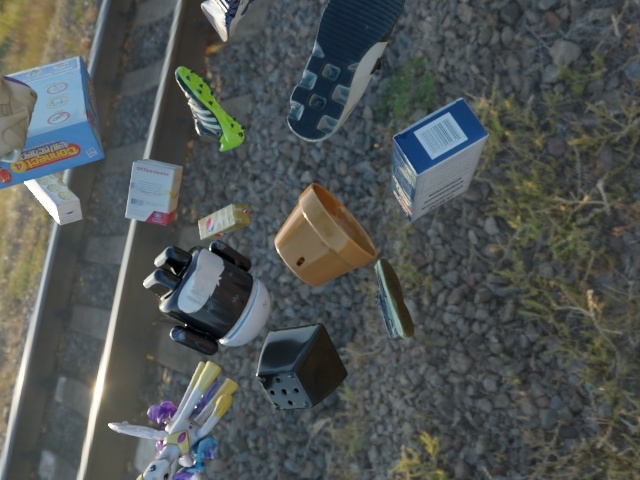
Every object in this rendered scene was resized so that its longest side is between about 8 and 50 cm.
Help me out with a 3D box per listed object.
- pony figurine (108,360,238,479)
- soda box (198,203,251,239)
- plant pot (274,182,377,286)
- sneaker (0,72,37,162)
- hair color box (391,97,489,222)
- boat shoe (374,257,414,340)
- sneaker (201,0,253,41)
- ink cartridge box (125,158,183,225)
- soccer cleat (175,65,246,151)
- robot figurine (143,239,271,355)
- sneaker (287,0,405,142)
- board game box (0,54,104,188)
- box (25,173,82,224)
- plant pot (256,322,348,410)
[{"bbox_3d":[-0.365,0.490,1.680,0.363,0.303,0.351,-56,8,-18],"label":"pony figurine"},{"bbox_3d":[-0.277,-0.052,1.895,0.181,0.058,0.061,-20,76,46],"label":"soda box"},{"bbox_3d":[0.000,0.000,1.968,0.203,0.291,0.291,-40,44,13],"label":"plant pot"},{"bbox_3d":[-0.502,-0.178,0.951,0.305,0.114,0.152,-18,-64,-86],"label":"sneaker"},{"bbox_3d":[0.257,-0.169,1.486,0.174,0.347,0.105,-29,74,-3],"label":"hair color box"},{"bbox_3d":[0.122,0.108,1.191,0.049,0.056,0.152,-28,67,31],"label":"boat shoe"},{"bbox_3d":[-0.212,-0.667,1.780,0.127,0.182,0.315,56,166,-3],"label":"sneaker"},{"bbox_3d":[-0.507,-0.152,2.017,0.127,0.128,0.176,-82,5,-78],"label":"ink cartridge box"},{"bbox_3d":[-0.214,-0.238,1.213,0.072,0.179,0.060,-26,28,28],"label":"soccer cleat"},{"bbox_3d":[-0.245,0.121,1.457,0.209,0.278,0.173,-56,20,7],"label":"robot figurine"},{"bbox_3d":[0.047,-0.329,1.183,0.330,0.122,0.146,-59,-7,6],"label":"sneaker"},{"bbox_3d":[-0.592,-0.224,1.277,0.302,0.308,0.086,-117,12,-48],"label":"board game box"},{"bbox_3d":[-0.755,-0.143,1.834,0.324,0.067,0.063,36,135,42],"label":"box"},{"bbox_3d":[-0.065,0.359,1.797,0.187,0.188,0.167,-12,25,31],"label":"plant pot"}]
